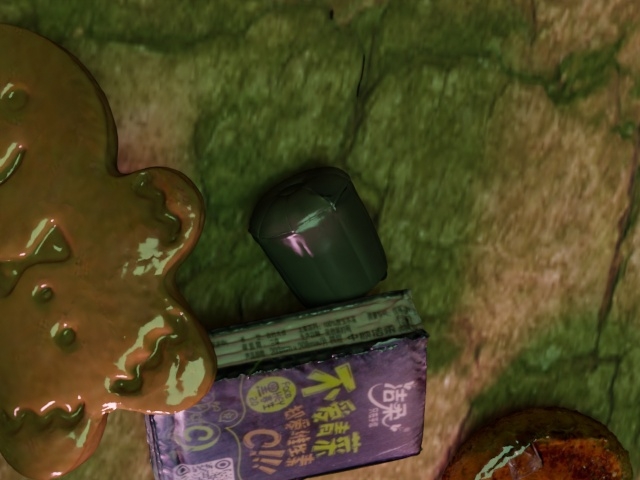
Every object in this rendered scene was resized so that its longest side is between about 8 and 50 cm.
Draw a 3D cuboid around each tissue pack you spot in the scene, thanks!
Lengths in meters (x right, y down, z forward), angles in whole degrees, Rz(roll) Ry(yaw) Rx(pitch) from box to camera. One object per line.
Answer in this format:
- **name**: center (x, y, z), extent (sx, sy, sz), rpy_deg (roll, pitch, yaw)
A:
- **tissue pack**: center (-0.031, 0.134, 1.229), extent (0.235, 0.073, 0.173), rpy_deg (-12, 138, -8)

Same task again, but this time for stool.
- **stool**: center (0.000, 0.000, 1.230), extent (0.096, 0.096, 0.110), rpy_deg (-32, 112, -3)

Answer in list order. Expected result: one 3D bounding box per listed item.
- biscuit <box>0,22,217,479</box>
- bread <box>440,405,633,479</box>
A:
- **biscuit**: center (-0.226, -0.002, 1.131), extent (0.275, 0.052, 0.355), rpy_deg (-25, 84, 8)
- **bread**: center (0.193, 0.234, 1.341), extent (0.193, 0.064, 0.193), rpy_deg (-5, 108, -15)
